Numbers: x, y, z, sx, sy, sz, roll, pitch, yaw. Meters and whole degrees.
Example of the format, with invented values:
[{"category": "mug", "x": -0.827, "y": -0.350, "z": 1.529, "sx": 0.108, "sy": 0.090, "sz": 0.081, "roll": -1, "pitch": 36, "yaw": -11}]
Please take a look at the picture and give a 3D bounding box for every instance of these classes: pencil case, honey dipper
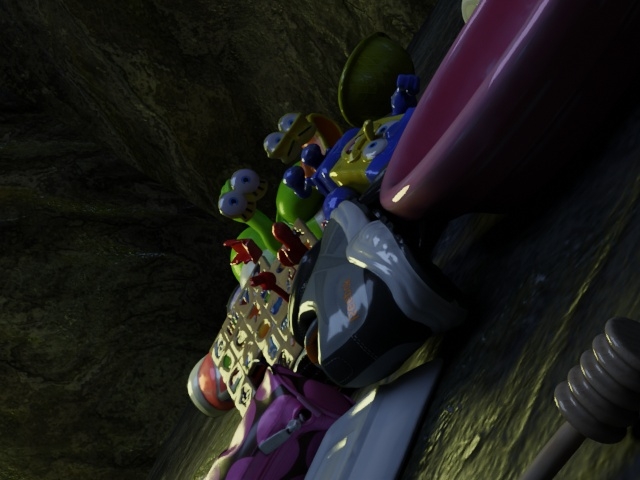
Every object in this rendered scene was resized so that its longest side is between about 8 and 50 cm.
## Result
[{"category": "pencil case", "x": -0.056, "y": 0.196, "z": 0.807, "sx": 0.209, "sy": 0.095, "sz": 0.098, "roll": -61, "pitch": 7, "yaw": 4}, {"category": "honey dipper", "x": 0.079, "y": 0.097, "z": 0.408, "sx": 0.161, "sy": 0.030, "sz": 0.030, "roll": -61, "pitch": 3, "yaw": 29}]

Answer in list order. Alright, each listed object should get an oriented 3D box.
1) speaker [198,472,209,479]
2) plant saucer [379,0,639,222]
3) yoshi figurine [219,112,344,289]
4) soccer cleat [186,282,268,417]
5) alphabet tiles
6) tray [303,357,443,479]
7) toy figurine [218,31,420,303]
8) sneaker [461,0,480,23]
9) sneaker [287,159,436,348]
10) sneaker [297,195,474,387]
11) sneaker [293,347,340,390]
[{"category": "speaker", "x": -0.107, "y": 0.266, "z": 1.091, "sx": 0.055, "sy": 0.055, "sz": 0.136, "roll": -61, "pitch": 5, "yaw": -28}, {"category": "plant saucer", "x": 0.161, "y": -0.146, "z": 0.750, "sx": 0.332, "sy": 0.084, "sz": 0.332, "roll": -58, "pitch": 5, "yaw": 9}, {"category": "yoshi figurine", "x": -0.036, "y": -0.023, "z": 1.483, "sx": 0.362, "sy": 0.203, "sz": 0.203, "roll": -58, "pitch": -7, "yaw": 33}, {"category": "soccer cleat", "x": -0.097, "y": 0.142, "z": 1.648, "sx": 0.116, "sy": 0.109, "sz": 0.318, "roll": -30, "pitch": 19, "yaw": 34}, {"category": "alphabet tiles", "x": -0.061, "y": 0.097, "z": 1.339, "sx": 0.237, "sy": 0.009, "sz": 0.198, "roll": -61, "pitch": 31, "yaw": 15}, {"category": "tray", "x": -0.008, "y": 0.196, "z": 0.652, "sx": 0.270, "sy": 0.030, "sz": 0.145, "roll": -62, "pitch": 7, "yaw": -36}, {"category": "toy figurine", "x": 0.084, "y": -0.080, "z": 1.153, "sx": 0.217, "sy": 0.191, "sz": 0.363, "roll": -3, "pitch": 41, "yaw": 47}, {"category": "sneaker", "x": 0.213, "y": -0.292, "z": 1.259, "sx": 0.083, "sy": 0.071, "sz": 0.191, "roll": -67, "pitch": 7, "yaw": -25}, {"category": "sneaker", "x": 0.033, "y": 0.022, "z": 0.986, "sx": 0.227, "sy": 0.087, "sz": 0.130, "roll": -51, "pitch": 0, "yaw": 19}, {"category": "sneaker", "x": 0.025, "y": 0.038, "z": 0.780, "sx": 0.108, "sy": 0.100, "sz": 0.271, "roll": -45, "pitch": 5, "yaw": 1}, {"category": "sneaker", "x": 0.014, "y": 0.092, "z": 0.920, "sx": 0.161, "sy": 0.057, "sz": 0.075, "roll": 124, "pitch": 170, "yaw": -58}]
